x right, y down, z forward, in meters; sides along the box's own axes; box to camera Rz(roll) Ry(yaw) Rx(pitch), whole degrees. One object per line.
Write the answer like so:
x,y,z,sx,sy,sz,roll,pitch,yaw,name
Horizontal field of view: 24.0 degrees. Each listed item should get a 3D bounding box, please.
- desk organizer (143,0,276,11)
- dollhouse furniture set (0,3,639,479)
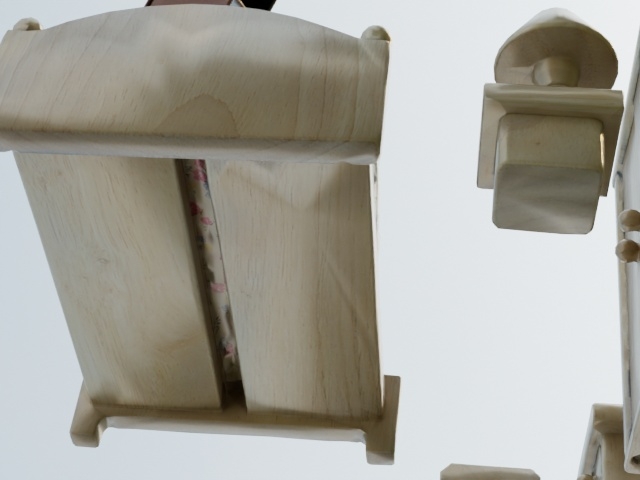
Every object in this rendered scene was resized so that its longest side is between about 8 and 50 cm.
-0.071,-0.123,0.873,0.130,0.050,0.047,-61,-27,-6,desk organizer
0.000,0.000,0.649,0.303,0.356,0.174,87,-171,-50,dollhouse furniture set
